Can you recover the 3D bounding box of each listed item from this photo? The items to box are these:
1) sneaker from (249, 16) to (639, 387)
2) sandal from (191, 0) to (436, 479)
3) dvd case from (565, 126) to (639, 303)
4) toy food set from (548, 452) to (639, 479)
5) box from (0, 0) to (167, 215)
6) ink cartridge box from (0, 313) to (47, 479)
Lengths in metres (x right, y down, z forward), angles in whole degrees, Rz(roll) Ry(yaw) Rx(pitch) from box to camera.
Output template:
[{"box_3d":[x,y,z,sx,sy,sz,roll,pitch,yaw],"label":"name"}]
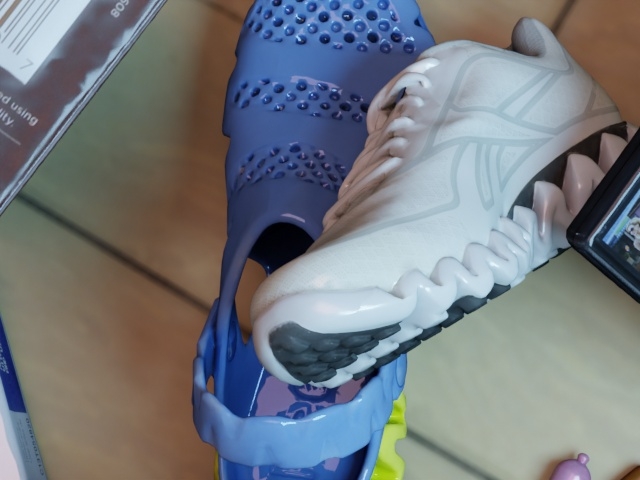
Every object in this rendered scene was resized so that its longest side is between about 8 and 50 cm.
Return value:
[{"box_3d":[0.052,-0.023,0.805,0.110,0.292,0.118,-33,88,39],"label":"sneaker"},{"box_3d":[0.000,0.000,0.873,0.126,0.138,0.317,0,79,11],"label":"sandal"},{"box_3d":[0.246,-0.004,0.815,0.253,0.022,0.180,38,87,-28],"label":"dvd case"},{"box_3d":[0.148,0.145,0.884,0.122,0.019,0.078,-6,80,7],"label":"toy food set"},{"box_3d":[-0.193,-0.110,0.859,0.168,0.203,0.167,37,88,-13],"label":"box"},{"box_3d":[-0.257,0.143,0.931,0.224,0.045,0.223,-20,79,5],"label":"ink cartridge box"}]
